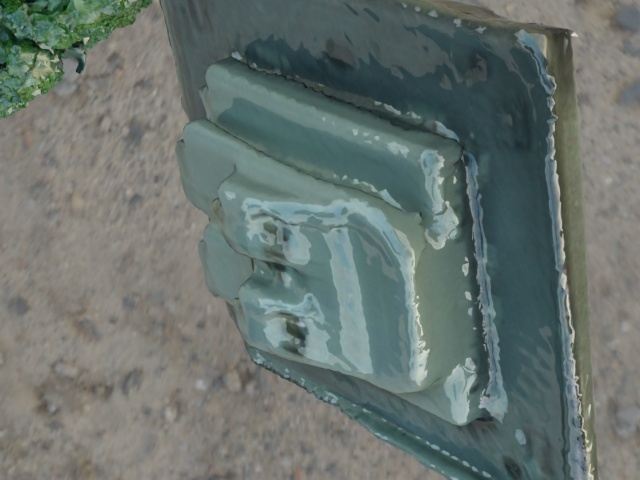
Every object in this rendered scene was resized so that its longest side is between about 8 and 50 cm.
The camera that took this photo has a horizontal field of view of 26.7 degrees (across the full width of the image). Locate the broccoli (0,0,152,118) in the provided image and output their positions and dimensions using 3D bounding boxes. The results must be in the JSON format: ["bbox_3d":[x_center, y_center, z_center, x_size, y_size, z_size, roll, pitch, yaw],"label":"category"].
[{"bbox_3d":[-0.207,-0.200,0.801,0.270,0.270,0.270,8,105,33],"label":"broccoli"}]

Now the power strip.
[{"bbox_3d":[0.000,0.000,0.485,0.064,0.213,0.198,-31,124,-31],"label":"power strip"}]
